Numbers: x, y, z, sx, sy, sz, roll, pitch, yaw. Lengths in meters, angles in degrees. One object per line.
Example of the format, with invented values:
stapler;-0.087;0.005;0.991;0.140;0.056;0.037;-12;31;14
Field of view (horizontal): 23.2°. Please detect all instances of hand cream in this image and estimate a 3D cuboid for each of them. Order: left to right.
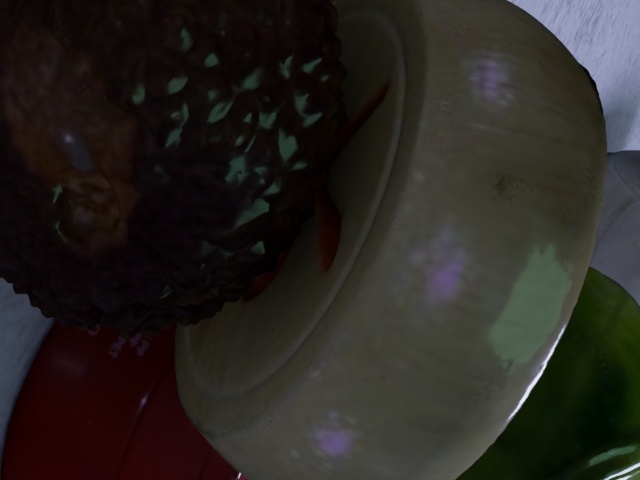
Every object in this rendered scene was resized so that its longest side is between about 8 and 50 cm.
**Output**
hand cream;-0.071;0.115;0.926;0.230;0.149;0.230;-52;157;-32

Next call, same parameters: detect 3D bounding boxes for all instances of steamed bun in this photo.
steamed bun;0.427;0.011;2.090;0.383;0.236;0.247;-19;140;-58

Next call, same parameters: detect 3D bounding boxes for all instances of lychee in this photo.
lychee;-0.075;-0.066;0.663;0.188;0.188;0.188;-54;159;-33

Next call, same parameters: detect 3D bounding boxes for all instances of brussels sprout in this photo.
brussels sprout;0.200;0.204;1.478;0.361;0.342;0.425;86;21;-69

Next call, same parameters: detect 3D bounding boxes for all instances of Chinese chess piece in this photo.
Chinese chess piece;0.025;0.000;0.724;0.251;0.097;0.251;-48;-151;38

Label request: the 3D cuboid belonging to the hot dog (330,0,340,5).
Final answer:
hot dog;0.007;-0.170;0.839;0.158;0.117;0.349;-39;148;-54
